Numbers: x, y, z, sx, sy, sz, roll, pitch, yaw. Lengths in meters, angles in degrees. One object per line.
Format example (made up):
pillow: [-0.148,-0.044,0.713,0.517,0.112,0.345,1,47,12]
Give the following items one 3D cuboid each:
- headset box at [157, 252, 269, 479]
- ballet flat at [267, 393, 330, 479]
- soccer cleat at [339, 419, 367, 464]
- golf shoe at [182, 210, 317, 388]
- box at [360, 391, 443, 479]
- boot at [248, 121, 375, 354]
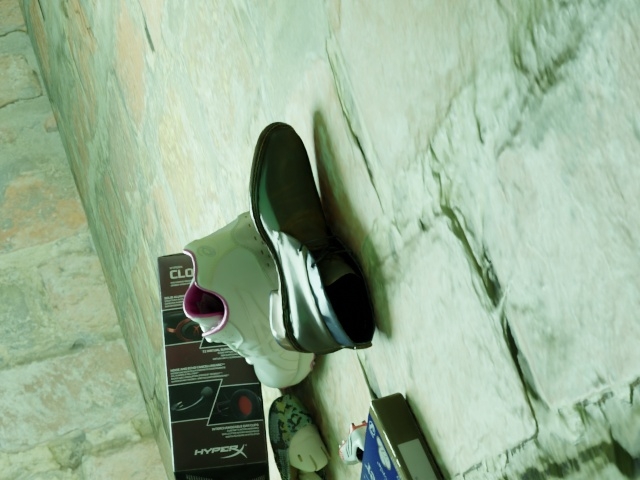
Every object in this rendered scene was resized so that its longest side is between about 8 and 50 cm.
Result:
headset box: [-0.126,0.160,1.807,0.218,0.110,0.293,92,171,-64]
ballet flat: [-0.013,0.262,1.737,0.070,0.070,0.188,-131,26,-60]
soccer cleat: [0.038,0.211,1.522,0.083,0.029,0.035,104,152,-56]
golf shoe: [-0.076,0.066,1.575,0.306,0.140,0.115,91,157,-54]
box: [0.078,0.254,1.401,0.225,0.036,0.136,91,158,-54]
boot: [0.000,0.000,1.388,0.106,0.082,0.219,7,109,52]
